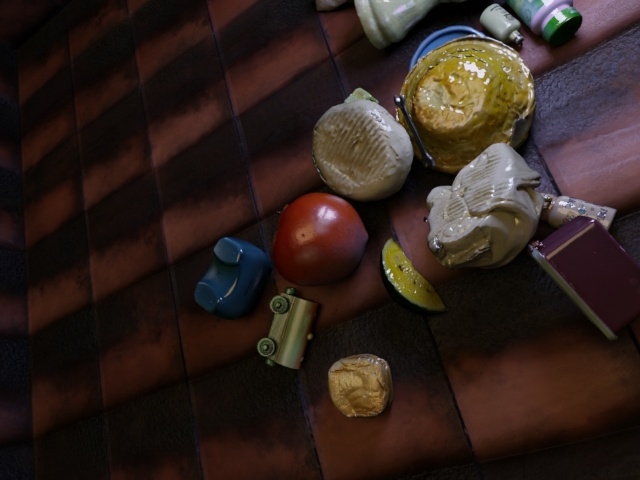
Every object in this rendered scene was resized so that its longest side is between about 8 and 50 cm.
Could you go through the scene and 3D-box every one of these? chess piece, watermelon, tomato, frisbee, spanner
[{"bbox_3d":[0.349,-0.840,1.566,0.442,0.234,0.234,-14,72,32],"label":"chess piece"},{"bbox_3d":[0.270,0.131,1.488,0.129,0.123,0.301,-34,65,-6],"label":"watermelon"},{"bbox_3d":[0.000,0.000,1.543,0.321,0.321,0.321,-7,75,27],"label":"tomato"},{"bbox_3d":[0.440,-0.568,1.575,0.289,0.049,0.289,0,90,27],"label":"frisbee"},{"bbox_3d":[0.291,-0.340,1.460,0.015,0.054,0.254,-27,94,-18],"label":"spanner"}]

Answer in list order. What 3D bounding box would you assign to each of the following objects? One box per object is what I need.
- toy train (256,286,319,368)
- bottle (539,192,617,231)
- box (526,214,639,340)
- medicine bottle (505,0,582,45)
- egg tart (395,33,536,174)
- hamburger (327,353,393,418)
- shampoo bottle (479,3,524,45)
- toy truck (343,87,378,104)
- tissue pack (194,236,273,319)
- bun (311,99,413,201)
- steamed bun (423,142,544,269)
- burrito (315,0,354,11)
[{"bbox_3d":[-0.106,0.312,1.645,0.177,0.116,0.285,15,85,19],"label":"toy train"},{"bbox_3d":[0.686,-0.072,1.293,0.209,0.110,0.097,23,85,31],"label":"bottle"},{"bbox_3d":[0.678,0.080,1.169,0.167,0.193,0.294,-43,84,18],"label":"box"},{"bbox_3d":[0.676,-0.730,1.443,0.133,0.133,0.274,-33,66,18],"label":"medicine bottle"},{"bbox_3d":[0.431,-0.427,1.452,0.443,0.178,0.443,0,90,28],"label":"egg tart"},{"bbox_3d":[0.125,0.456,1.477,0.213,0.108,0.214,-7,76,28],"label":"hamburger"},{"bbox_3d":[0.590,-0.685,1.509,0.079,0.079,0.162,-40,62,15],"label":"shampoo bottle"},{"bbox_3d":[0.112,-0.460,1.697,0.191,0.116,0.085,-50,62,11],"label":"toy truck"},{"bbox_3d":[-0.315,0.144,1.747,0.198,0.206,0.287,24,89,40],"label":"tissue pack"},{"bbox_3d":[0.148,-0.301,1.562,0.359,0.211,0.360,17,118,35],"label":"bun"},{"bbox_3d":[0.472,-0.061,1.342,0.394,0.237,0.346,-54,21,-8],"label":"steamed bun"},{"bbox_3d":[0.113,-1.005,1.821,0.332,0.135,0.190,13,92,34],"label":"burrito"}]
